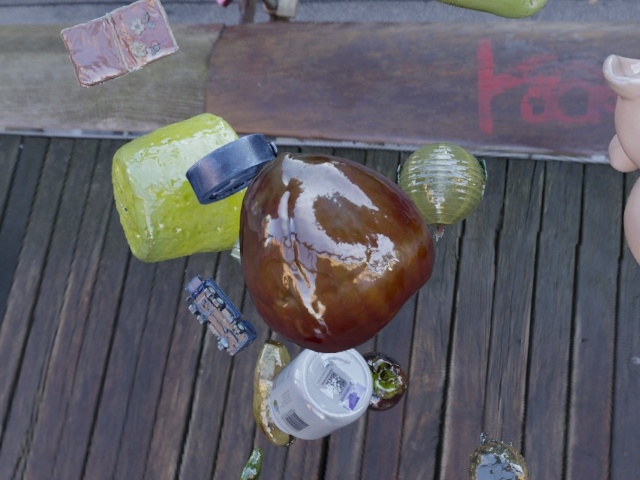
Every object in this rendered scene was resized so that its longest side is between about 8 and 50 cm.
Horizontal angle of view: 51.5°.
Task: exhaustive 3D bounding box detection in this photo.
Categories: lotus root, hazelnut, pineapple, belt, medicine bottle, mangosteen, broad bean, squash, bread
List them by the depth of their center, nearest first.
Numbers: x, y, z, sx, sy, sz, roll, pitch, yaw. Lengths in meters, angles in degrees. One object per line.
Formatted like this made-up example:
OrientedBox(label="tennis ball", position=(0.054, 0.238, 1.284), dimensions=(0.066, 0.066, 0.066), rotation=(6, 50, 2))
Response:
OrientedBox(label="hazelnut", position=(0.000, 0.000, 0.730), dimensions=(0.229, 0.229, 0.230), rotation=(-4, 74, 14))
OrientedBox(label="squash", position=(0.203, -0.363, 0.919), dimensions=(0.250, 0.083, 0.083), rotation=(7, 75, -12))
OrientedBox(label="medicine bottle", position=(-0.011, 0.258, 1.103), dimensions=(0.135, 0.215, 0.135), rotation=(10, 62, -18))
OrientedBox(label="pineapple", position=(0.307, 0.395, 1.169), dimensions=(0.108, 0.197, 0.108), rotation=(0, 89, 8))
OrientedBox(label="belt", position=(-0.180, -0.151, 1.363), dimensions=(0.190, 0.141, 0.082), rotation=(-29, 84, 10))
OrientedBox(label="lotus root", position=(-0.104, 0.342, 1.487), dimensions=(0.097, 0.110, 0.259), rotation=(-1, 103, 8))
OrientedBox(label="broad bean", position=(-0.180, 0.559, 1.488), dimensions=(0.195, 0.061, 0.046), rotation=(-49, 32, -17))
OrientedBox(label="bread", position=(-0.330, -0.113, 1.594), dimensions=(0.307, 0.348, 0.348), rotation=(-19, 68, -22))
OrientedBox(label="mangosteen", position=(0.150, 0.376, 1.805), dimensions=(0.172, 0.184, 0.173), rotation=(-11, 59, 18))

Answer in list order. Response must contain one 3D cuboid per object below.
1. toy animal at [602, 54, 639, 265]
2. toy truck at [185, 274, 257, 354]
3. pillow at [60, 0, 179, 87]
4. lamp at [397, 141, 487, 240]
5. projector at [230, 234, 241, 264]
OrientedBox(label="toy animal", position=(0.463, -0.098, 0.802), dimensions=(0.269, 0.237, 0.326), rotation=(26, 81, 33))
OrientedBox(label="toy truck", position=(-0.232, 0.167, 1.516), dimensions=(0.074, 0.088, 0.202), rotation=(-46, 74, 13))
OrientedBox(label="pillow", position=(-0.409, -0.402, 1.354), dimensions=(0.232, 0.043, 0.126), rotation=(-17, 104, 11))
OrientedBox(label="lamp", position=(0.343, -0.134, 1.873), dimensions=(0.250, 0.250, 0.285), rotation=(-1, 75, 15))
OrientedBox(label="projector", position=(-0.057, -0.011, 1.293), dimensions=(0.269, 0.088, 0.194), rotation=(-6, 53, 40))
